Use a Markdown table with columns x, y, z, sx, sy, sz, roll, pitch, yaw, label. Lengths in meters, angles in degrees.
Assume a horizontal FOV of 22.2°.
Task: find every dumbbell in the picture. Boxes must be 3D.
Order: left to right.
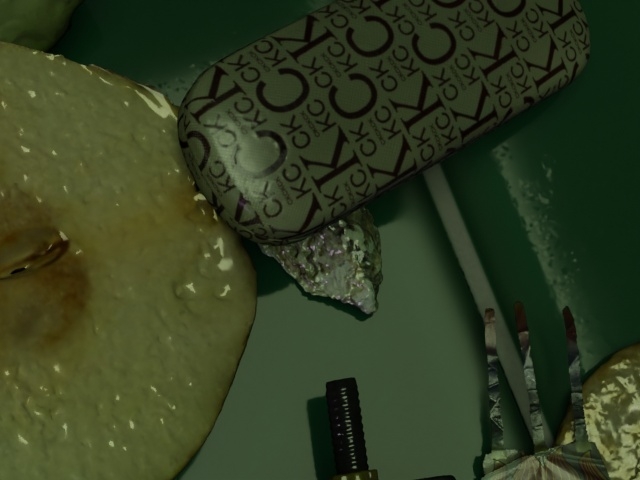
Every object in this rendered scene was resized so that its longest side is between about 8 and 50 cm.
| x | y | z | sx | sy | sz | roll | pitch | yaw | label |
| --- | --- | --- | --- | --- | --- | --- | --- | --- | --- |
| 0.035 | 0.256 | 1.116 | 0.143 | 0.143 | 0.325 | -7 | 81 | -7 | dumbbell |

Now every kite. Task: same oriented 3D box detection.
| x | y | z | sx | sy | sz | roll | pitch | yaw | label |
| --- | --- | --- | --- | --- | --- | --- | --- | --- | --- |
| 0.167 | 0.158 | 1.188 | 0.127 | 0.016 | 0.229 | -4 | 88 | 8 | kite |

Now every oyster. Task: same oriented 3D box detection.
| x | y | z | sx | sy | sz | roll | pitch | yaw | label |
| --- | --- | --- | --- | --- | --- | --- | --- | --- | --- |
| 0.000 | 0.001 | 1.212 | 0.100 | 0.037 | 0.098 | 9 | 79 | -4 | oyster |

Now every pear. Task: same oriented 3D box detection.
| x | y | z | sx | sy | sz | roll | pitch | yaw | label |
| --- | --- | --- | --- | --- | --- | --- | --- | --- | --- |
| -0.246 | 0.055 | 1.083 | 0.386 | 0.191 | 0.340 | -17 | 78 | -35 | pear |

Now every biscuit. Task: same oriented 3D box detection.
| x | y | z | sx | sy | sz | roll | pitch | yaw | label |
| --- | --- | --- | --- | --- | --- | --- | --- | --- | --- |
| 0.278 | 0.174 | 1.211 | 0.220 | 0.033 | 0.219 | 1 | 79 | -6 | biscuit |

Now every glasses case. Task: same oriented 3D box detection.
| x | y | z | sx | sy | sz | roll | pitch | yaw | label |
| --- | --- | --- | --- | --- | --- | --- | --- | --- | --- |
| 0.054 | -0.117 | 1.172 | 0.355 | 0.085 | 0.137 | -30 | 87 | -32 | glasses case |

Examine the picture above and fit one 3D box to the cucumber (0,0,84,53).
| x | y | z | sx | sy | sz | roll | pitch | yaw | label |
| --- | --- | --- | --- | --- | --- | --- | --- | --- | --- |
| -0.320 | -0.145 | 1.178 | 0.325 | 0.105 | 0.145 | -26 | 57 | -9 | cucumber |
